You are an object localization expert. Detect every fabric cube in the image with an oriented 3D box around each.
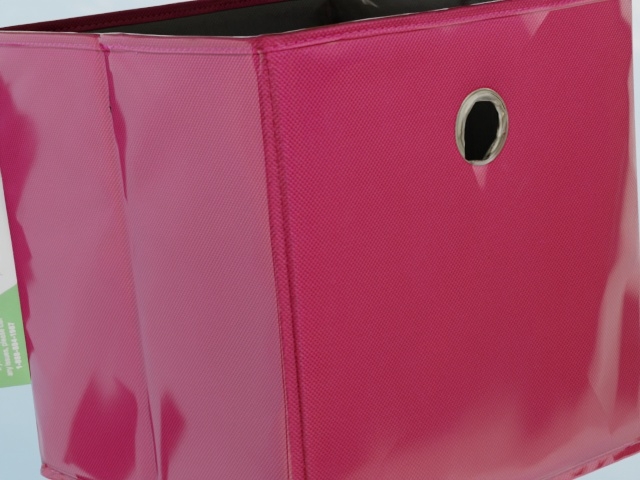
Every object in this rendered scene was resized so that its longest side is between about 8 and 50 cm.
[{"bbox_3d":[0.000,0.000,0.859,0.254,0.258,0.259,-14,-165,-38],"label":"fabric cube"}]

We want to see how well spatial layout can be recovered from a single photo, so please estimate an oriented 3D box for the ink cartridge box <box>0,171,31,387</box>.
[{"bbox_3d":[-0.345,0.012,1.084,0.278,0.201,0.117,-8,-138,-8],"label":"ink cartridge box"}]
